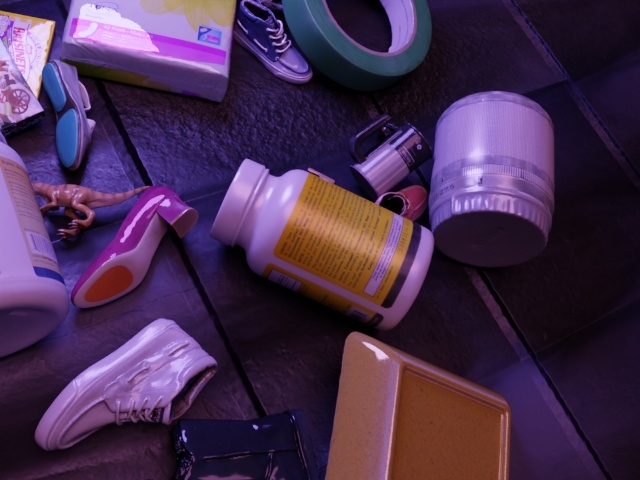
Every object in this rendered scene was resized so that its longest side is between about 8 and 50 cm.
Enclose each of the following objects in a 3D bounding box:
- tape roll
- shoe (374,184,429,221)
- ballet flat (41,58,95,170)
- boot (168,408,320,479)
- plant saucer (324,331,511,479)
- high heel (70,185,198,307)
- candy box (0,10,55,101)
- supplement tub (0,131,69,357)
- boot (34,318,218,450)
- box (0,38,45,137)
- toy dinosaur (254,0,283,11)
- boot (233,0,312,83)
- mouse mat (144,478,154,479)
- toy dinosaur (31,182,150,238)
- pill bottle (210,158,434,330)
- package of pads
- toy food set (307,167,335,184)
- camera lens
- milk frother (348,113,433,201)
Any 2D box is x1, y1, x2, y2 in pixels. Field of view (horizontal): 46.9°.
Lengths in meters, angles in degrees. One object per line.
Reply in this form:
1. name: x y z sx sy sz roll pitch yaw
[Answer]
1. tape roll: 0.078 -0.462 1.484 0.321 0.077 0.321 11 69 -32
2. shoe: 0.146 -0.061 1.350 0.178 0.081 0.063 -35 78 -29
3. ballet flat: -0.417 -0.214 1.258 0.068 0.072 0.213 3 61 -51
4. boot: -0.103 0.363 1.041 0.207 0.094 0.246 -3 61 -21
5. plant saucer: 0.171 0.329 1.099 0.333 0.081 0.332 26 57 -25
6. high heel: -0.318 0.003 1.186 0.117 0.082 0.244 30 68 36
7. candy box: -0.534 -0.309 1.289 0.105 0.027 0.205 9 62 -16
8. supplement tub: -0.503 -0.006 1.026 0.228 0.228 0.316 -16 69 -25
9. boot: -0.265 0.224 1.049 0.123 0.095 0.258 33 56 21
10. box: -0.581 -0.268 1.204 0.159 0.044 0.233 -31 88 -20
11. toy dinosaur: -0.143 -0.559 1.457 0.322 0.164 0.218 11 61 -58
12. boot: -0.090 -0.387 1.438 0.190 0.086 0.069 35 59 2
13. mouse mat: -0.260 0.441 1.003 0.153 0.007 0.189 -20 73 -26
14. toy dinosaur: -0.382 -0.063 1.191 0.212 0.064 0.112 4 61 -16
15. pill bottle: 0.000 0.000 1.208 0.334 0.188 0.188 25 59 -5
16. package of pads: -0.309 -0.397 1.364 0.297 0.101 0.229 9 62 -14
17. toy food set: -0.017 -0.080 1.342 0.078 0.019 0.122 27 59 -3
18. camera lens: 0.314 -0.116 1.352 0.219 0.219 0.274 15 60 -10
19. milk frother: 0.114 -0.160 1.390 0.135 0.143 0.129 -38 90 -7
